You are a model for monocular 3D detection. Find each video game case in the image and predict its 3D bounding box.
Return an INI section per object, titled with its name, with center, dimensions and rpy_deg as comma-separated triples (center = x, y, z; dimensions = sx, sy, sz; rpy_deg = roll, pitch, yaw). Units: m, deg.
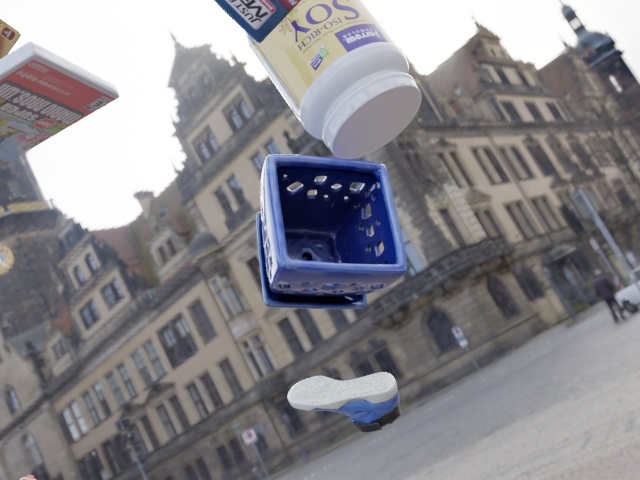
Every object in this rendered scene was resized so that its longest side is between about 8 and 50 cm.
[video game case]
center = -0.462, -0.177, 1.104
dimensions = 0.285, 0.025, 0.204
rpy_deg = -26, -12, 13

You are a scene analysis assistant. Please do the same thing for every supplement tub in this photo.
[supplement tub]
center = 0.025, -0.350, 1.507
dimensions = 0.241, 0.331, 0.241
rpy_deg = -28, -22, -12

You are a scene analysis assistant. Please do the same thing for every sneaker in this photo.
[sneaker]
center = 0.035, 0.230, 1.050
dimensions = 0.152, 0.085, 0.058
rpy_deg = -9, 34, 9

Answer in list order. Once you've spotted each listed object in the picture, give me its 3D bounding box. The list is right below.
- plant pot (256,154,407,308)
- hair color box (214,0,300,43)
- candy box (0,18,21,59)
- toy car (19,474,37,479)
[plant pot]
center = 0.000, 0.000, 1.401
dimensions = 0.235, 0.236, 0.212
rpy_deg = 2, -30, -17
[hair color box]
center = 0.020, -0.404, 0.881
dimensions = 0.347, 0.105, 0.174
rpy_deg = -39, 18, 32
[candy box]
center = -0.698, -0.371, 1.281
dimensions = 0.316, 0.087, 0.183
rpy_deg = 35, -99, -43
[toy car]
center = -0.474, 0.366, 1.143
dimensions = 0.121, 0.041, 0.060
rpy_deg = 7, -24, 9
